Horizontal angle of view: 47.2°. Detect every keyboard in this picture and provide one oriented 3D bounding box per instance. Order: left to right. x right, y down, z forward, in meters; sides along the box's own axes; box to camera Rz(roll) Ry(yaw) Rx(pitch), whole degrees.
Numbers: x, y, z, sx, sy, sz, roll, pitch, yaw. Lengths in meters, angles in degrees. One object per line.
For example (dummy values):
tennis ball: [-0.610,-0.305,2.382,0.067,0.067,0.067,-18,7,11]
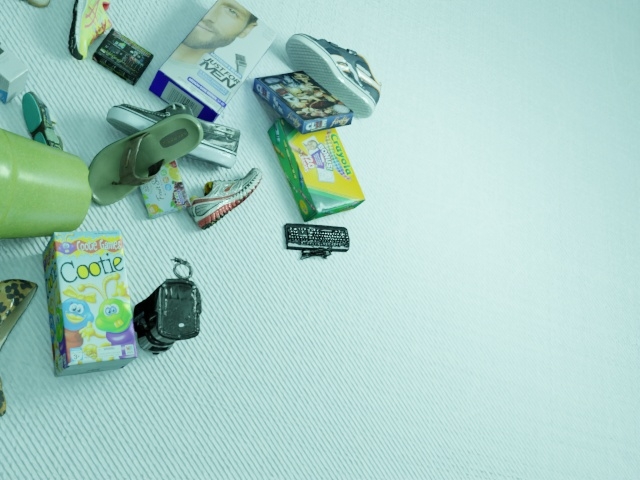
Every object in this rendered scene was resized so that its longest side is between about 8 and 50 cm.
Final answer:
keyboard: [0.000,0.000,1.930,0.192,0.038,0.100,2,70,-28]

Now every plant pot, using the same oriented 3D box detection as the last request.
plant pot: [-0.621,-0.109,1.488,0.254,0.276,0.276,7,66,-53]

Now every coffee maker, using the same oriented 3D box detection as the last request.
coffee maker: [-0.329,0.150,1.599,0.120,0.178,0.171,29,62,-19]

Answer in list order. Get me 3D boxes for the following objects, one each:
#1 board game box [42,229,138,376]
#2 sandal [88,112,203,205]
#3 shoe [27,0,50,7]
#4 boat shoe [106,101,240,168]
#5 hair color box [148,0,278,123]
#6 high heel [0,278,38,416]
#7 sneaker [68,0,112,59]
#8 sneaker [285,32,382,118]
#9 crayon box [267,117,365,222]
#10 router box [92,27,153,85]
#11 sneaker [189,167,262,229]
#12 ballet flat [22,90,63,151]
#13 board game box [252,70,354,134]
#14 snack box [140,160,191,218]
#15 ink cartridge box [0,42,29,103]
board game box: [-0.487,0.131,1.539,0.144,0.142,0.275,-3,73,-31]
sandal: [-0.404,-0.186,1.660,0.303,0.086,0.120,-34,120,4]
shoe: [-0.748,-0.633,1.743,0.219,0.058,0.076,22,62,-21]
boat shoe: [-0.350,-0.277,1.783,0.335,0.121,0.119,18,84,-34]
hair color box: [-0.275,-0.471,1.919,0.185,0.110,0.338,36,56,-12]
high heel: [-0.618,0.203,1.462,0.186,0.093,0.261,-23,74,-28]
sneaker: [-0.559,-0.529,1.796,0.094,0.081,0.208,14,64,-27]
sneaker: [0.043,-0.495,2.099,0.321,0.126,0.127,39,61,-24]
crayon box: [-0.011,-0.202,1.976,0.165,0.081,0.278,-17,80,-33]
router box: [-0.493,-0.458,1.831,0.122,0.038,0.092,33,59,-15]
sneaker: [-0.233,-0.123,1.817,0.092,0.088,0.225,51,55,-2]
ballet flat: [-0.625,-0.249,1.668,0.070,0.070,0.188,-12,79,-32]
board game box: [-0.049,-0.375,1.972,0.165,0.042,0.243,-18,47,-34]
snack box: [-0.378,-0.133,1.747,0.100,0.037,0.141,-19,80,-6]
ink cartridge box: [-0.743,-0.405,1.629,0.180,0.104,0.060,43,57,-7]
